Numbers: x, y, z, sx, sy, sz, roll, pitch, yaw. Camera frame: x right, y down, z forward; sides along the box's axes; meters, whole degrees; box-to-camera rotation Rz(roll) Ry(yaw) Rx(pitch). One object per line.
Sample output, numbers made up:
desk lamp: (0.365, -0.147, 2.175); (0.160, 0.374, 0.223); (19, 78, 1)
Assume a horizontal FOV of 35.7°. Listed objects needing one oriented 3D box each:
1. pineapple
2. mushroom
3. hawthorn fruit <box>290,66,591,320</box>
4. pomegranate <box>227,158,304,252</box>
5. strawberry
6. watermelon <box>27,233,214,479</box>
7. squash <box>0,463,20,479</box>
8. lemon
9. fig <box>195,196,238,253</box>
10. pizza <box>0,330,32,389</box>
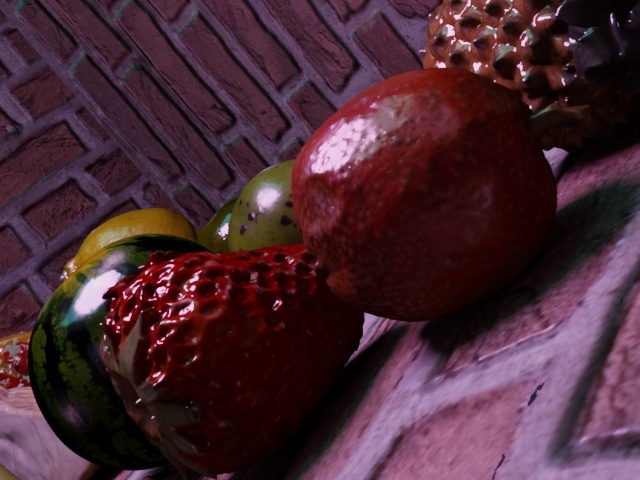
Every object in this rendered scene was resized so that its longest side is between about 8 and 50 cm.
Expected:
pineapple: (0.243, -0.187, 0.870); (0.223, 0.223, 0.357); (-42, 11, -12)
mushroom: (-0.343, 0.242, 1.516); (0.313, 0.224, 0.397); (-27, 4, -39)
hawthorn fruit: (0.103, -0.047, 0.811); (0.253, 0.205, 0.205); (-32, 8, 12)
pomegranate: (0.000, 0.000, 1.198); (0.247, 0.202, 0.202); (15, 49, 44)
strawberry: (-0.062, 0.087, 0.883); (0.244, 0.205, 0.205); (-31, 1, -29)
watermelon: (-0.190, 0.122, 1.096); (0.269, 0.269, 0.269); (-40, 6, 5)
squash: (-0.493, 0.396, 1.338); (0.220, 0.133, 0.220); (-46, -17, -18)
lemon: (-0.282, 0.041, 1.565); (0.248, 0.184, 0.184); (-13, 2, -10)
fig: (-0.067, -0.005, 1.491); (0.245, 0.195, 0.195); (-48, 6, 7)
pizza: (-0.490, 0.290, 1.811); (0.439, 0.130, 0.406); (-7, 33, -1)
